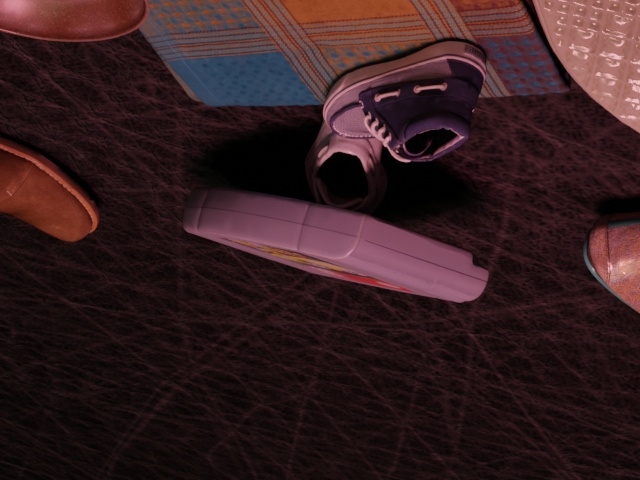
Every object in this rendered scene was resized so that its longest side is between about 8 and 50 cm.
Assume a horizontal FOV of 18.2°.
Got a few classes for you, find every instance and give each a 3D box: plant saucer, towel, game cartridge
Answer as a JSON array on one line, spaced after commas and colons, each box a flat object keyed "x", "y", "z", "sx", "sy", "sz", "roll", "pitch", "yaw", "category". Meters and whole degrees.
[{"x": -0.239, "y": -0.223, "z": 1.670, "sx": 0.199, "sy": 0.036, "sz": 0.198, "roll": 6, "pitch": 163, "yaw": 2, "category": "plant saucer"}, {"x": 0.002, "y": -0.201, "z": 1.704, "sx": 0.370, "sy": 0.040, "sz": 0.271, "roll": -1, "pitch": 150, "yaw": 27, "category": "towel"}, {"x": 0.000, "y": 0.000, "z": 1.953, "sx": 0.196, "sy": 0.060, "sz": 0.294, "roll": 23, "pitch": 172, "yaw": -35, "category": "game cartridge"}]

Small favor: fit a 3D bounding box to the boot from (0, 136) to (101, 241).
[{"x": -0.370, "y": -0.058, "z": 2.105, "sx": 0.305, "sy": 0.115, "sz": 0.112, "roll": 32, "pitch": 147, "yaw": -31, "category": "boot"}]

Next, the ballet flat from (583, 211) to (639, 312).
[{"x": 0.386, "y": 0.069, "z": 1.939, "sx": 0.106, "sy": 0.107, "sz": 0.316, "roll": -23, "pitch": 135, "yaw": 39, "category": "ballet flat"}]

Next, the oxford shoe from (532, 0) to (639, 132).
[{"x": 0.201, "y": -0.226, "z": 1.393, "sx": 0.169, "sy": 0.130, "sz": 0.449, "roll": -21, "pitch": 126, "yaw": 39, "category": "oxford shoe"}]

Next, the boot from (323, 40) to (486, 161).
[{"x": 0.062, "y": -0.105, "z": 1.720, "sx": 0.069, "sy": 0.086, "sz": 0.190, "roll": 30, "pitch": 149, "yaw": -28, "category": "boot"}]

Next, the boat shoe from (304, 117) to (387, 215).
[{"x": 0.018, "y": -0.062, "z": 1.916, "sx": 0.083, "sy": 0.075, "sz": 0.226, "roll": 13, "pitch": 153, "yaw": 8, "category": "boat shoe"}]
